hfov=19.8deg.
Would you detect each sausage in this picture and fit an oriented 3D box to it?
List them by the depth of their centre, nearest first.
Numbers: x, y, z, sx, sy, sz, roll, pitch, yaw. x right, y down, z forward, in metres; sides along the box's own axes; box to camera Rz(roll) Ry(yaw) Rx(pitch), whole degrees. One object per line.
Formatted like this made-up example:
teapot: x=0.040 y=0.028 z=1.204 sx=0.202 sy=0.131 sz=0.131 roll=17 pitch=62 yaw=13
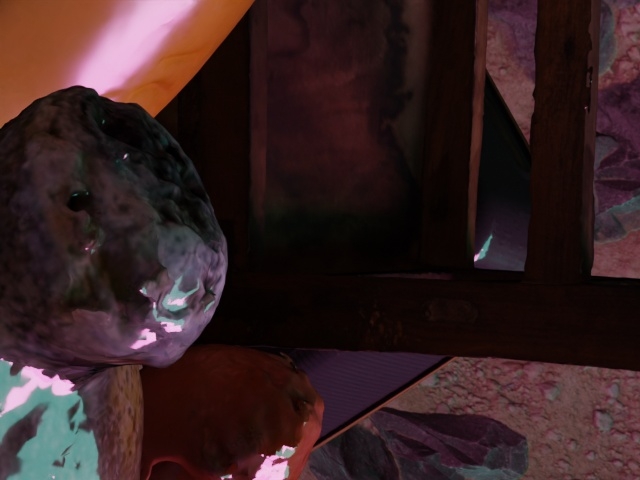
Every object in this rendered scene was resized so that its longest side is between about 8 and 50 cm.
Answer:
sausage: x=-0.130 y=0.093 z=0.660 sx=0.326 sy=0.087 sz=0.079 roll=-11 pitch=-132 yaw=32

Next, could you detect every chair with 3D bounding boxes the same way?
chair: x=0.001 y=-0.075 z=0.701 sx=0.203 sy=0.416 sz=0.241 roll=-1 pitch=92 yaw=-59

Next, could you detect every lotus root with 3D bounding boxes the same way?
lotus root: x=-0.144 y=0.082 z=0.508 sx=0.349 sy=0.175 sz=0.175 roll=-56 pitch=-178 yaw=33

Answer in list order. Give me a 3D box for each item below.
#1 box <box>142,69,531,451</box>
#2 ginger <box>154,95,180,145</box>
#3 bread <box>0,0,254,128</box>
box: x=0.000 y=0.000 z=0.862 sx=0.201 sy=0.144 sz=0.090 roll=-34 pitch=155 yaw=22
ginger: x=-0.104 y=-0.062 z=1.043 sx=0.267 sy=0.138 sz=0.152 roll=-43 pitch=-176 yaw=35
bread: x=-0.017 y=-0.146 z=0.520 sx=0.305 sy=0.091 sz=0.142 roll=-52 pitch=179 yaw=14
